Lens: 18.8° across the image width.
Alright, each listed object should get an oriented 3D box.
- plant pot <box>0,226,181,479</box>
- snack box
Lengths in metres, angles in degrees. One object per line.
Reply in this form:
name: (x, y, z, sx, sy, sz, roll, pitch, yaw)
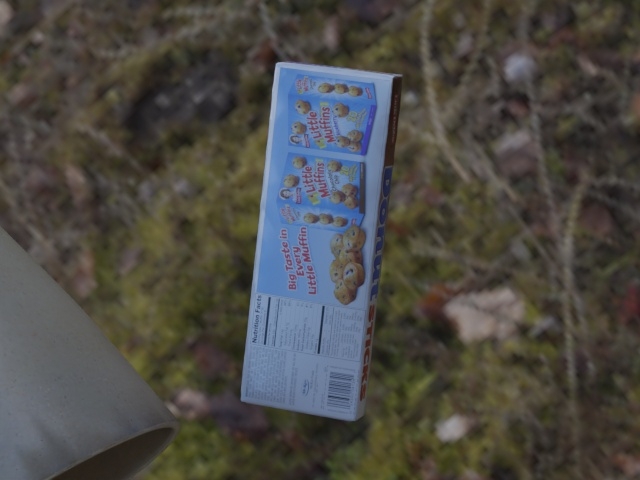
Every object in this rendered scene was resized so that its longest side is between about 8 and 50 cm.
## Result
plant pot: (-0.253, 0.054, 1.031, 0.256, 0.256, 0.274, -34, 81, 8)
snack box: (0.000, 0.000, 0.994, 0.064, 0.022, 0.178, 9, 98, 17)
